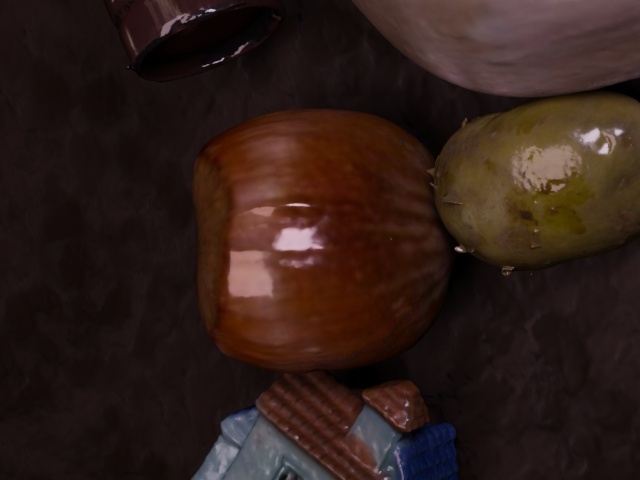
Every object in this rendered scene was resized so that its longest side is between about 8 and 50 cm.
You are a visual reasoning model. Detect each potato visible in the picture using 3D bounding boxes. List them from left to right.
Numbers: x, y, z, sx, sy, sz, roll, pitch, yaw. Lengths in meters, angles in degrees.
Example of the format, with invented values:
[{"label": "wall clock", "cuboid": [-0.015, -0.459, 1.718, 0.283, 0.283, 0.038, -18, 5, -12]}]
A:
[{"label": "potato", "cuboid": [0.118, -0.031, 0.928, 0.138, 0.070, 0.091, -14, 108, 41]}]

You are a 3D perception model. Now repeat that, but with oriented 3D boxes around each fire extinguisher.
[{"label": "fire extinguisher", "cuboid": [-0.129, -0.259, 1.042, 0.341, 0.105, 0.141, 67, 152, 12]}]

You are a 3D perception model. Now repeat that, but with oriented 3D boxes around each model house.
[{"label": "model house", "cuboid": [0.020, 0.128, 1.035, 0.148, 0.119, 0.148, 40, 114, 24]}]

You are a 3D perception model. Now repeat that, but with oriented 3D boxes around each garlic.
[{"label": "garlic", "cuboid": [0.129, -0.152, 0.862, 0.318, 0.112, 0.143, -9, 74, 30]}]

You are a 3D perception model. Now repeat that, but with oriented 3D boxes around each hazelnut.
[{"label": "hazelnut", "cuboid": [0.000, 0.000, 0.991, 0.150, 0.150, 0.150, 12, 110, 36]}]
